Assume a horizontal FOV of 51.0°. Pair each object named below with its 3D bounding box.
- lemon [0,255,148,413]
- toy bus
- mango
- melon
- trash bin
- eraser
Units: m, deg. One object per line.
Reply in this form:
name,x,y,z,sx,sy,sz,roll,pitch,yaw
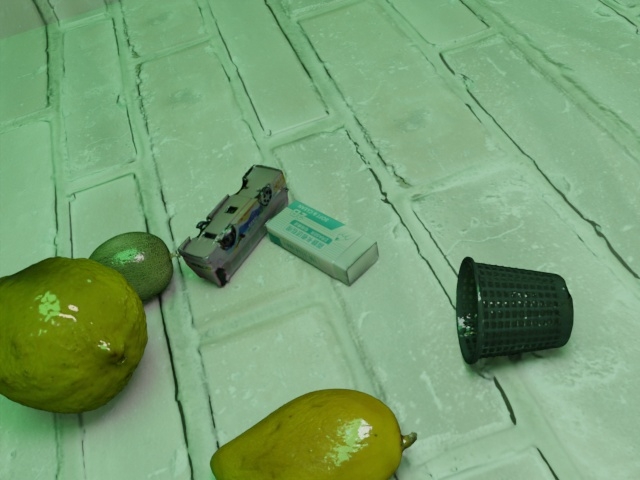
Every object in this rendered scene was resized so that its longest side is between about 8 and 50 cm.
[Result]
lemon,-0.446,0.158,1.149,0.321,0.268,0.268,9,50,28
toy bus,-0.167,-0.034,1.365,0.090,0.112,0.274,16,52,30
mango,-0.014,0.312,0.994,0.316,0.119,0.176,-16,53,6
melon,-0.368,0.053,1.318,0.192,0.139,0.139,-17,45,-4
trash bin,0.312,0.112,1.085,0.161,0.175,0.175,-1,46,-1
eraser,0.000,0.000,1.335,0.225,0.052,0.095,28,57,35
